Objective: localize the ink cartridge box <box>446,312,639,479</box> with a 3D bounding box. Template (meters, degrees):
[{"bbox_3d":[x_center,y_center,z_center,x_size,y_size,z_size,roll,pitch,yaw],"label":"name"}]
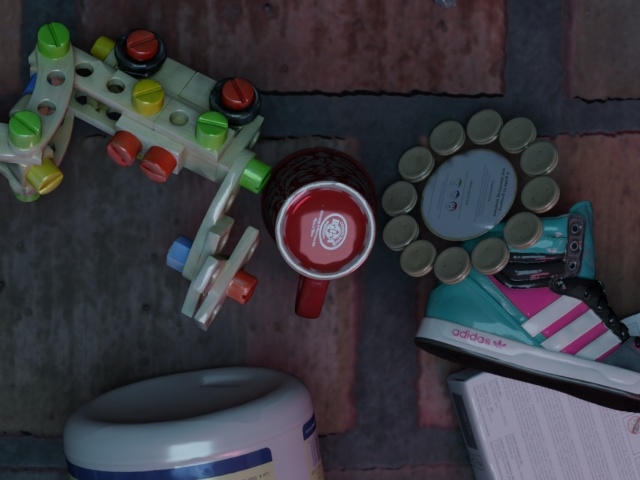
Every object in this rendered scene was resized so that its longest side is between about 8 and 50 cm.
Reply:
[{"bbox_3d":[0.258,0.183,1.925,0.232,0.066,0.189,-21,99,-20],"label":"ink cartridge box"}]

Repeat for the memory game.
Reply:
[{"bbox_3d":[0.140,-0.042,1.830,0.186,0.186,0.012,-40,139,4],"label":"memory game"}]

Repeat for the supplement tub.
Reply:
[{"bbox_3d":[-0.102,0.300,1.827,0.235,0.235,0.324,-8,99,-1],"label":"supplement tub"}]

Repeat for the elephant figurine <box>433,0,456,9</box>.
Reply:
[{"bbox_3d":[0.135,-0.369,1.781,0.239,0.169,0.186,-35,128,-12],"label":"elephant figurine"}]

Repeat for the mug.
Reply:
[{"bbox_3d":[0.008,-0.005,1.815,0.113,0.169,0.150,-20,99,0],"label":"mug"}]

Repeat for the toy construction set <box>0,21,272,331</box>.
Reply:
[{"bbox_3d":[-0.174,-0.075,1.788,0.328,0.151,0.215,35,59,-4],"label":"toy construction set"}]

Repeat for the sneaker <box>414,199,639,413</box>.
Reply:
[{"bbox_3d":[0.251,0.056,1.843,0.295,0.124,0.178,17,80,-4],"label":"sneaker"}]
